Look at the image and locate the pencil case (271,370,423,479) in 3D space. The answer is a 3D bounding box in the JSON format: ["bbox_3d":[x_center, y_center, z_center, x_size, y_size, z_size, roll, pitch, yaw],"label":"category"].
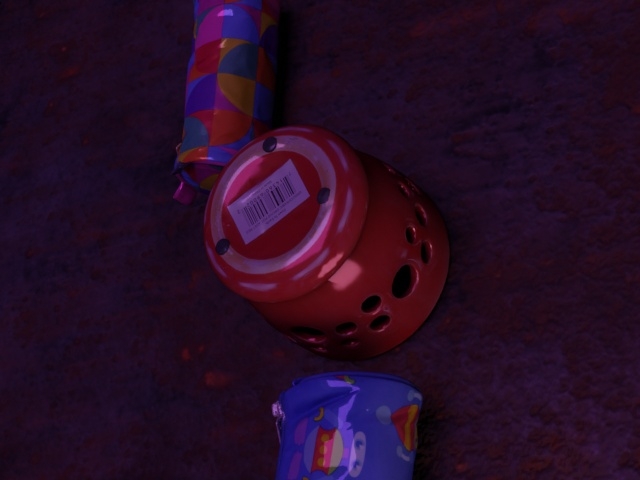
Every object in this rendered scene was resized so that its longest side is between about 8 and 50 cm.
[{"bbox_3d":[0.007,0.258,1.311,0.133,0.119,0.306,5,71,9],"label":"pencil case"}]

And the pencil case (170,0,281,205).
[{"bbox_3d":[-0.098,-0.157,1.578,0.104,0.104,0.236,-7,65,30],"label":"pencil case"}]

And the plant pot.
[{"bbox_3d":[0.000,0.000,1.400,0.191,0.174,0.191,-12,66,27],"label":"plant pot"}]
